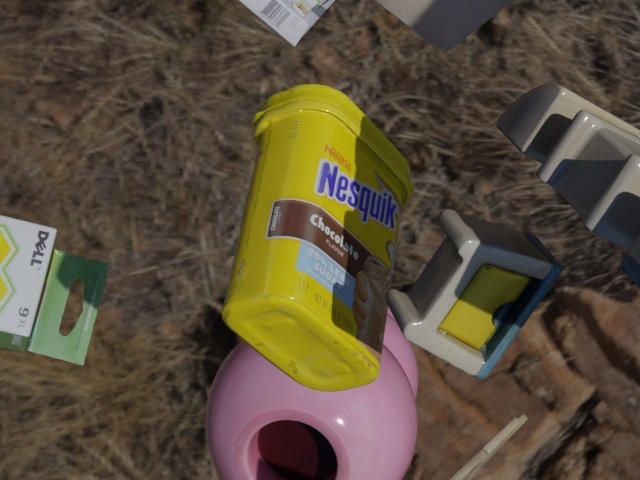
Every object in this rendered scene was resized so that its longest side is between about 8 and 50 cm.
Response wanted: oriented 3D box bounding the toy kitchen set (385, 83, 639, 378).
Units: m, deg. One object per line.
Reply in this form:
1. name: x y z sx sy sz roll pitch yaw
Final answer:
1. toy kitchen set: 0.147 0.040 0.649 0.166 0.122 0.207 -58 27 17

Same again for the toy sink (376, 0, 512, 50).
1. toy sink: 0.182 -0.366 1.554 0.152 0.131 0.234 35 142 -15

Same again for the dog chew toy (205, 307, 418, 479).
1. dog chew toy: 0.009 0.149 1.316 0.206 0.332 0.207 4 109 12

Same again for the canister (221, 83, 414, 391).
1. canister: 0.000 0.000 0.857 0.073 0.126 0.170 -16 48 33

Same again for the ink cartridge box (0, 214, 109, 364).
1. ink cartridge box: -0.307 0.036 1.193 0.209 0.062 0.109 15 67 -11

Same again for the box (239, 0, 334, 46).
1. box: -0.021 -0.331 1.437 0.186 0.145 0.038 -47 34 12

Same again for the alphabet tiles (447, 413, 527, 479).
1. alphabet tiles: 0.086 0.311 1.339 0.011 0.285 0.342 45 141 14
